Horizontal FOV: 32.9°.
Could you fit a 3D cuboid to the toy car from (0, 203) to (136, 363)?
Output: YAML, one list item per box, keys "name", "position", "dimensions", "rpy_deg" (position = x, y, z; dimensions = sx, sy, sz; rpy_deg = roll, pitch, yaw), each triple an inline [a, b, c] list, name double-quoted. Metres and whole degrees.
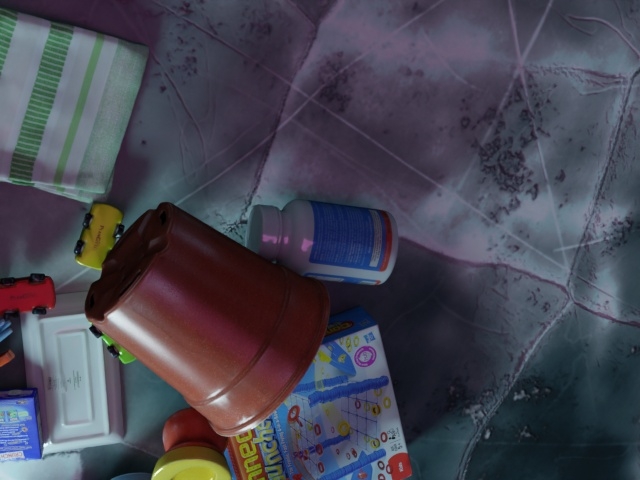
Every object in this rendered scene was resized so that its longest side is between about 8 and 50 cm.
- name: "toy car"
  position: [-0.348, 0.090, 1.635]
  dimensions: [0.239, 0.053, 0.225]
  rpy_deg: [-40, 104, -11]

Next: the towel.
- name: "towel"
  position: [-0.416, -0.190, 1.513]
  dimensions: [0.325, 0.038, 0.247]
  rpy_deg: [10, 104, -36]

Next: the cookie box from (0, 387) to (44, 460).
- name: "cookie box"
  position: [-0.480, 0.286, 1.678]
  dimensions: [0.092, 0.040, 0.107]
  rpy_deg: [-2, 108, -3]

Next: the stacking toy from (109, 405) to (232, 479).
- name: "stacking toy"
  position: [-0.197, 0.408, 1.754]
  dimensions: [0.280, 0.130, 0.309]
  rpy_deg: [27, 125, -30]

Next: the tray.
- name: "tray"
  position: [-0.387, 0.212, 1.701]
  dimensions: [0.145, 0.030, 0.270]
  rpy_deg: [-6, 109, -16]

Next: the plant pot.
- name: "plant pot"
  position: [-0.175, 0.099, 1.559]
  dimensions: [0.265, 0.272, 0.272]
  rpy_deg: [37, 93, -24]

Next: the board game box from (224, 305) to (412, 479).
- name: "board game box"
  position: [-0.024, 0.305, 1.822]
  dimensions: [0.302, 0.086, 0.308]
  rpy_deg: [-19, 112, -12]

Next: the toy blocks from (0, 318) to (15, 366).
- name: "toy blocks"
  position: [-0.499, 0.174, 1.602]
  dimensions: [0.148, 0.054, 0.123]
  rpy_deg: [-35, 155, 5]

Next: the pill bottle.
- name: "pill bottle"
  position: [0.000, 0.000, 1.709]
  dimensions: [0.222, 0.124, 0.124]
  rpy_deg: [7, 105, -21]
